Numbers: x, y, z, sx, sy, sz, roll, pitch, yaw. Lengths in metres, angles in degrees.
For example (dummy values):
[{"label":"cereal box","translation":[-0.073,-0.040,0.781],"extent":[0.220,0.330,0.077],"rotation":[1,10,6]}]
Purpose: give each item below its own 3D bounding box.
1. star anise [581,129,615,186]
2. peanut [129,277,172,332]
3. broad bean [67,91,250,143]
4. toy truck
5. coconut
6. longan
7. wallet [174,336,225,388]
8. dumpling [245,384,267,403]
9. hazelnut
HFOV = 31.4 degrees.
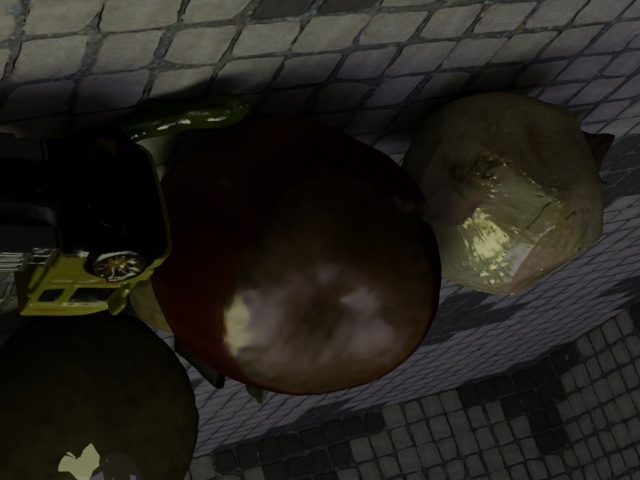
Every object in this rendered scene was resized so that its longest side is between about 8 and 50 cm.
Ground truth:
[{"label":"star anise","translation":[0.348,-0.071,1.886],"extent":[0.332,0.117,0.331],"rotation":[-41,-172,7]},{"label":"peanut","translation":[-0.150,0.087,1.849],"extent":[0.313,0.152,0.152],"rotation":[5,163,3]},{"label":"broad bean","translation":[-0.207,-0.130,1.349],"extent":[0.256,0.052,0.052],"rotation":[-17,-154,2]},{"label":"toy truck","translation":[-0.383,-0.012,1.236],"extent":[0.405,0.180,0.254],"rotation":[2,151,-31]},{"label":"coconut","translation":[0.249,-0.071,1.636],"extent":[0.297,0.297,0.255],"rotation":[-34,166,38]},{"label":"longan","translation":[-0.398,0.299,1.892],"extent":[0.391,0.391,0.391],"rotation":[-18,163,-6]},{"label":"wallet","translation":[-0.236,0.221,2.286],"extent":[0.039,0.133,0.243],"rotation":[-48,171,-20]},{"label":"dumpling","translation":[-0.098,0.142,2.071],"extent":[0.270,0.212,0.320],"rotation":[-52,157,-17]},{"label":"hazelnut","translation":[-0.031,0.010,1.496],"extent":[0.359,0.359,0.409],"rotation":[-30,146,32]}]
